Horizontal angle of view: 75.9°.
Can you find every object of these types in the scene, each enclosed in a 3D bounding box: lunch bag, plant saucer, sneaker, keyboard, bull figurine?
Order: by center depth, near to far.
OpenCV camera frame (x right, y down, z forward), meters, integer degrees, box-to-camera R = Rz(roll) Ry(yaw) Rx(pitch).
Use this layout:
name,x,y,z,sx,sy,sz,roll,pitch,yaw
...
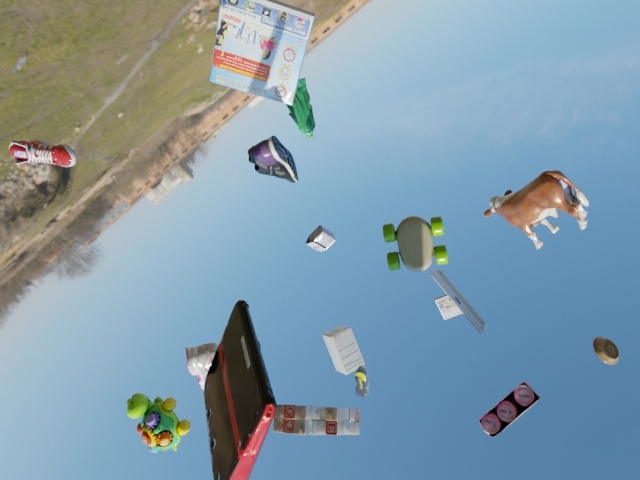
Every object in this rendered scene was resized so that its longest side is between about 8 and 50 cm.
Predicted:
name,x,y,z,sx,sy,sz,roll,pitch,yaw
sneaker,-0.496,-0.153,0.727,0.118,0.042,0.067,16,-158,22
bull figurine,0.590,-0.085,1.133,0.101,0.188,0.310,-45,173,-12
plant saucer,0.832,0.316,1.189,0.083,0.083,0.015,-57,176,-34
sneaker,-0.360,0.420,1.370,0.111,0.252,0.103,-16,-124,-8
keyboard,0.475,0.205,1.412,0.072,0.256,0.014,-22,158,-47
lunch bag,0.000,0.000,1.427,0.083,0.071,0.053,-42,-143,21
sneaker,-0.173,-0.282,1.496,0.124,0.283,0.108,-17,-110,12
sneaker,0.159,0.532,1.550,0.053,0.145,0.059,5,-148,12

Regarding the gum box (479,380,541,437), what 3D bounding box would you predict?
name,x,y,z,sx,sy,sz,roll,pitch,yaw
gum box,0.561,0.502,1.222,0.188,0.107,0.062,-46,-122,9

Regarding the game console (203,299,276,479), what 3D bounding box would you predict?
name,x,y,z,sx,sy,sz,roll,pitch,yaw
game console,-0.216,0.395,1.060,0.342,0.060,0.387,-65,-150,19

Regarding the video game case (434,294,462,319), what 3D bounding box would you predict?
name,x,y,z,sx,sy,sz,roll,pitch,yaw
video game case,0.527,0.267,1.677,0.087,0.122,0.011,-24,-149,14

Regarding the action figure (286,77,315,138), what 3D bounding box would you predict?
name,x,y,z,sx,sy,sz,roll,pitch,yaw
action figure,-0.080,-0.518,1.648,0.137,0.233,0.063,-26,-168,-20

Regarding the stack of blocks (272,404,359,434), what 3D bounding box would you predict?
name,x,y,z,sx,sy,sz,roll,pitch,yaw
stack of blocks,-0.005,0.618,1.413,0.171,0.297,0.087,-12,-117,30

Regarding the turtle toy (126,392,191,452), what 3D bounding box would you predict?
name,x,y,z,sx,sy,sz,roll,pitch,yaw
turtle toy,-0.309,0.339,0.768,0.095,0.130,0.066,-44,170,34

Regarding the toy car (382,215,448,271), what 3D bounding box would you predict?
name,x,y,z,sx,sy,sz,roll,pitch,yaw
toy car,0.268,0.006,1.152,0.154,0.149,0.188,-8,-179,16

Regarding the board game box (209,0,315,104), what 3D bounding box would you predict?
name,x,y,z,sx,sy,sz,roll,pitch,yaw
board game box,-0.204,-0.666,1.420,0.086,0.307,0.302,-88,-164,-55

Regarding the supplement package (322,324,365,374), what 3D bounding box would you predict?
name,x,y,z,sx,sy,sz,roll,pitch,yaw
supplement package,0.100,0.474,1.790,0.105,0.180,0.105,-23,-177,-24
